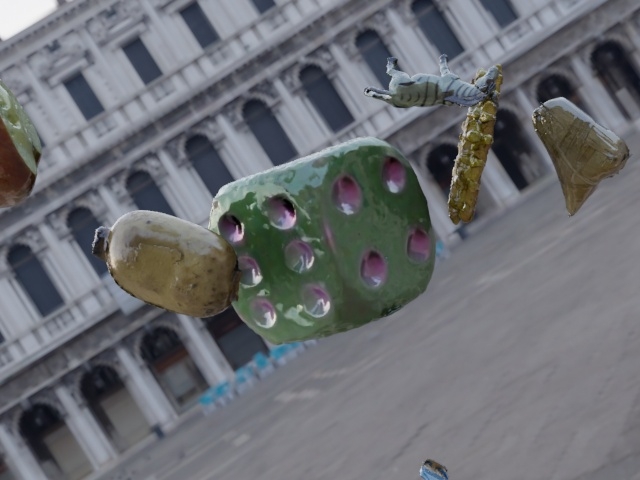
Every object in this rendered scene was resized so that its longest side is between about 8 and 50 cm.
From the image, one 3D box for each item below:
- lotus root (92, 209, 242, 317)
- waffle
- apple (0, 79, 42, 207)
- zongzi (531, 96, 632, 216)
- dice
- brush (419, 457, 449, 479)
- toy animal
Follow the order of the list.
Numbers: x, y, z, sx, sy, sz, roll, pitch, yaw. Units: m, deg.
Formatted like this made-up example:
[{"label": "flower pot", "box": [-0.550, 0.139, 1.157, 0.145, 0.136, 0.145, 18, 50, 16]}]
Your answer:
[{"label": "lotus root", "box": [-0.268, 0.037, 1.859, 0.146, 0.284, 0.160, 13, -87, -81]}, {"label": "waffle", "box": [0.283, -0.169, 2.017, 0.293, 0.069, 0.260, 92, -170, -55]}, {"label": "apple", "box": [-0.487, -0.136, 1.561, 0.160, 0.173, 0.195, -39, 27, 13]}, {"label": "zongzi", "box": [0.464, -0.158, 2.033, 0.099, 0.194, 0.197, -36, -16, -43]}, {"label": "dice", "box": [0.000, 0.000, 2.000, 0.318, 0.322, 0.330, -15, 8, 44]}, {"label": "brush", "box": [0.178, 0.388, 1.637, 0.014, 0.051, 0.164, -61, 9, 21]}, {"label": "toy animal", "box": [0.188, -0.259, 1.814, 0.216, 0.074, 0.176, -8, 27, -6]}]
